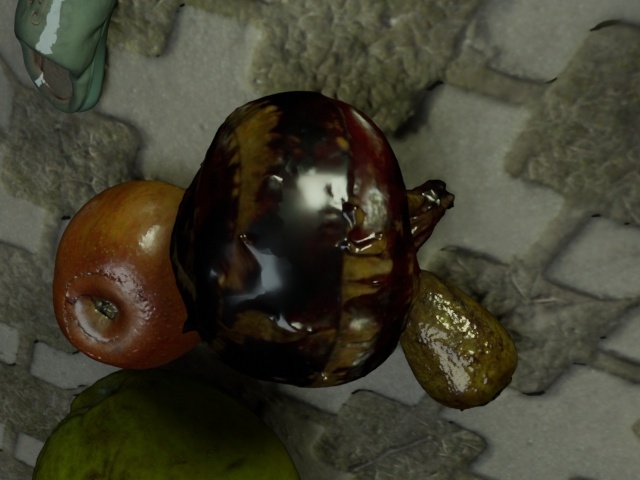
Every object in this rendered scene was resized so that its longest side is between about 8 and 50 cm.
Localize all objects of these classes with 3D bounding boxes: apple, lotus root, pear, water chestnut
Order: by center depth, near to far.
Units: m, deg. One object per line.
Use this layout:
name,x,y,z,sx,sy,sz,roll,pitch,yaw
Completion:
water chestnut,0.000,0.000,0.820,0.300,0.300,0.300,15,129,19
lotus root,0.126,0.095,0.910,0.108,0.094,0.190,-40,95,7
apple,-0.213,0.045,1.001,0.210,0.173,0.234,18,129,16
pear,-0.182,0.357,1.097,0.352,0.352,0.413,-37,89,41

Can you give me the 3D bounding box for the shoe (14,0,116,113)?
shoe,-0.272,-0.226,0.886,0.103,0.100,0.251,28,134,9
